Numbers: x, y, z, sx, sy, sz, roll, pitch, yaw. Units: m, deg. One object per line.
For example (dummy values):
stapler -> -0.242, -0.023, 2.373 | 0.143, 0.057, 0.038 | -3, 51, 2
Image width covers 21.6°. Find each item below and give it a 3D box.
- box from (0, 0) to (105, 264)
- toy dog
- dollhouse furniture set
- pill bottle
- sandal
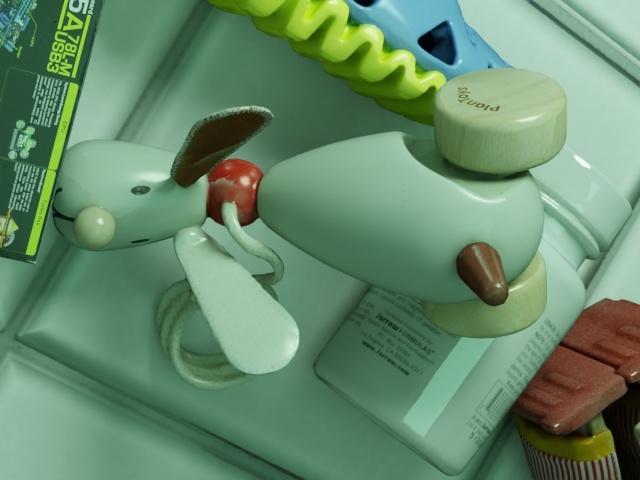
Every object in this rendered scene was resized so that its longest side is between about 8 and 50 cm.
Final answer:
box -> -0.236, -0.098, 1.002 | 0.184, 0.045, 0.190 | 13, 98, -17
toy dog -> 0.000, 0.000, 1.025 | 0.334, 0.161, 0.220 | -19, 113, 14
dollhouse furniture set -> 0.284, 0.191, 1.179 | 0.152, 0.374, 0.201 | -29, 113, -22
pill bottle -> 0.112, 0.040, 1.186 | 0.131, 0.131, 0.229 | 41, 84, -29
sandal -> 0.038, -0.170, 1.101 | 0.317, 0.126, 0.138 | 31, 85, -31
